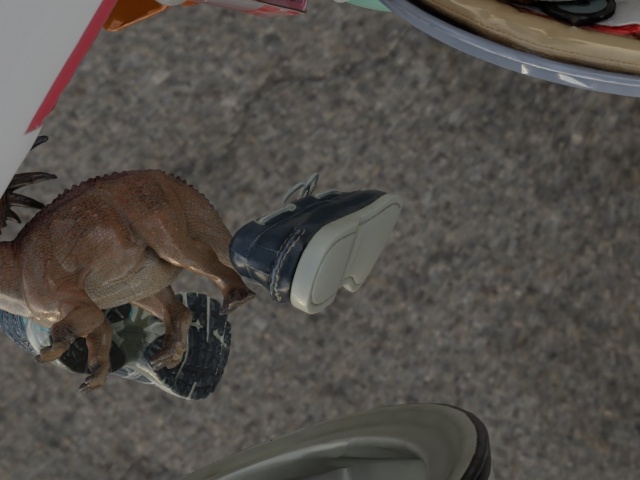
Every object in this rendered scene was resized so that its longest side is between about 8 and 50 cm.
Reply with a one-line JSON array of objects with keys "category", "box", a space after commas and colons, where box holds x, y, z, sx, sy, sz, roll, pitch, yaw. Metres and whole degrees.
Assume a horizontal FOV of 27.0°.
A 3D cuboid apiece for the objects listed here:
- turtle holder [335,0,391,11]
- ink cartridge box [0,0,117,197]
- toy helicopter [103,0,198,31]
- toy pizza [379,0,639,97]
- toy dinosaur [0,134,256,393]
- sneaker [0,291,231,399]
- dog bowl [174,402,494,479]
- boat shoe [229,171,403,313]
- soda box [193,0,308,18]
[{"category": "turtle holder", "box": [0.093, -0.345, 1.281, 0.227, 0.243, 0.320, 24, 155, -16]}, {"category": "ink cartridge box", "box": [-0.211, -0.134, 0.447, 0.306, 0.131, 0.226, 42, 106, 32]}, {"category": "toy helicopter", "box": [-0.196, -0.262, 1.143, 0.235, 0.140, 0.355, 26, 165, -23]}, {"category": "toy pizza", "box": [0.106, -0.113, 0.488, 0.201, 0.201, 0.032, 15, 127, 12]}, {"category": "toy dinosaur", "box": [-0.171, -0.003, 1.007, 0.200, 0.296, 0.127, 64, 148, 18]}, {"category": "sneaker", "box": [-0.204, 0.089, 1.359, 0.122, 0.283, 0.110, 9, 81, 38]}, {"category": "dog bowl", "box": [-0.067, 0.249, 0.725, 0.408, 0.408, 0.150, -24, 95, 25]}, {"category": "boat shoe", "box": [0.000, 0.000, 1.064, 0.079, 0.254, 0.095, 23, 109, 13]}, {"category": "soda box", "box": [-0.135, -0.216, 0.875, 0.263, 0.083, 0.092, 9, 93, -21]}]
